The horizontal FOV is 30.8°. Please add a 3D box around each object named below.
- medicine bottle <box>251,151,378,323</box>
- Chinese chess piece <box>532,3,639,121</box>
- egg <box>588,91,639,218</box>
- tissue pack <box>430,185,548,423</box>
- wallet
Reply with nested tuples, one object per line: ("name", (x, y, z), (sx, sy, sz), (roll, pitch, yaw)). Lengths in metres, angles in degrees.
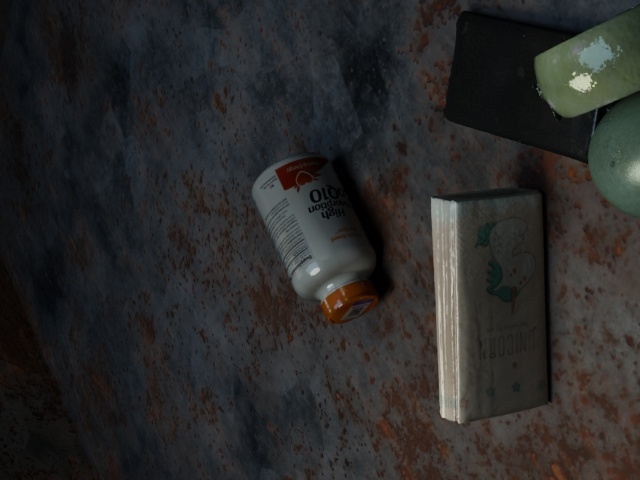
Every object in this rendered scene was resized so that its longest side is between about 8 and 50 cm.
("medicine bottle", (0.000, 0.000, 2.035), (0.157, 0.157, 0.289), (-52, 56, 47))
("Chinese chess piece", (0.368, -0.227, 1.390), (0.237, 0.237, 0.092), (-20, 98, 55))
("egg", (0.425, -0.108, 1.382), (0.236, 0.169, 0.169), (-8, 91, 54))
("tissue pack", (0.247, 0.091, 1.688), (0.071, 0.170, 0.326), (12, 108, 58))
("wallet", (0.295, -0.225, 1.659), (0.321, 0.044, 0.171), (28, 119, 53))
